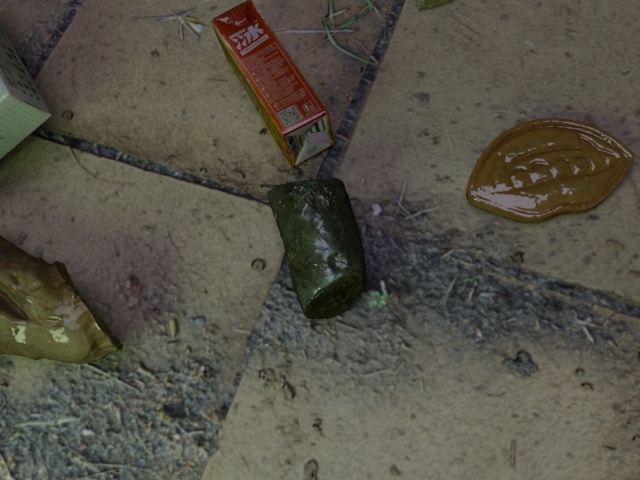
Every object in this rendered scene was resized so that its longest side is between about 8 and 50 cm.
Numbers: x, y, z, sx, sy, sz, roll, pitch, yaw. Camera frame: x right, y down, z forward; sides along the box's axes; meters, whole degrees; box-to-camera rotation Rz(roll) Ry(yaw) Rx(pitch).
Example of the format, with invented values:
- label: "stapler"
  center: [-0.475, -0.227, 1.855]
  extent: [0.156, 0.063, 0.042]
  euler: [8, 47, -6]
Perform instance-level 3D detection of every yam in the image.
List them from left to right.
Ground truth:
- label: "yam"
  center: [0.000, 0.000, 0.861]
  extent: [0.107, 0.107, 0.183]
  euler: [-16, 69, 1]

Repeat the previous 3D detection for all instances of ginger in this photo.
- label: "ginger"
  center: [-0.405, 0.071, 0.870]
  extent: [0.354, 0.126, 0.189]
  euler: [15, 66, 15]

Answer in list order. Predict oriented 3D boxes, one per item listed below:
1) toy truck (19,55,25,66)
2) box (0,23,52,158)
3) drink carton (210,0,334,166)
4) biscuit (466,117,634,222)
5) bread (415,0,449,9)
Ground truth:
- label: "toy truck"
  center: [-0.554, -0.295, 1.063]
  extent: [0.115, 0.080, 0.177]
  euler: [-42, 71, 1]
- label: "box"
  center: [-0.547, -0.246, 0.964]
  extent: [0.210, 0.095, 0.330]
  euler: [-37, 71, 9]
- label: "drink carton"
  center: [-0.067, -0.220, 0.957]
  extent: [0.071, 0.096, 0.222]
  euler: [-29, 68, -4]
- label: "biscuit"
  center: [0.297, -0.095, 0.896]
  extent: [0.221, 0.029, 0.141]
  euler: [-10, 67, 4]
- label: "bread"
  center: [0.167, -0.394, 1.030]
  extent: [0.070, 0.035, 0.083]
  euler: [-20, 74, 0]
